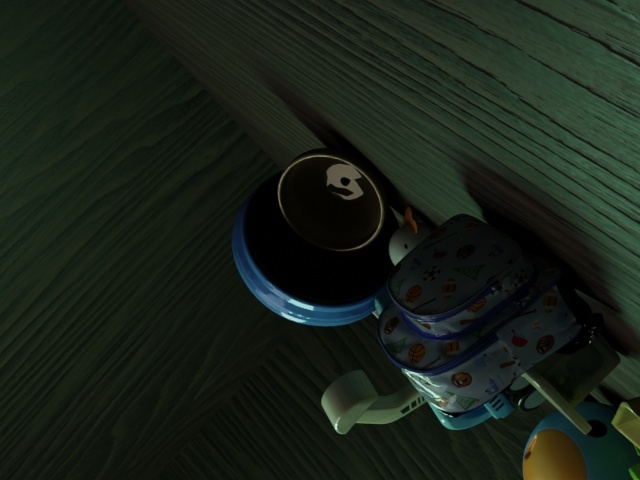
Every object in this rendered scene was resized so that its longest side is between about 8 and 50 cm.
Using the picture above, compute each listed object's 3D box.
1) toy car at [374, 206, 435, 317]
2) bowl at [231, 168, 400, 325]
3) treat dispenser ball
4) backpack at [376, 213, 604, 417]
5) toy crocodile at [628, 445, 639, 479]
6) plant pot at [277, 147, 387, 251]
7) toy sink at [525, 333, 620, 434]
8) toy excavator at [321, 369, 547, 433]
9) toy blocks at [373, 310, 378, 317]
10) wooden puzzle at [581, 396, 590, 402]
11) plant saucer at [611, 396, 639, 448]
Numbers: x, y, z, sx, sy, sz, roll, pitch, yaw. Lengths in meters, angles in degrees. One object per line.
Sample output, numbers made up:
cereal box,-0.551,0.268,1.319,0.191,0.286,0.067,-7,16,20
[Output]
toy car,0.212,0.048,1.771,0.210,0.219,0.238,-148,39,-79
bowl,0.000,0.000,1.917,0.391,0.391,0.077,43,148,11
treat dispenser ball,0.575,0.489,1.820,0.288,0.288,0.288,43,178,2
backpack,0.215,0.109,1.243,0.213,0.263,0.276,44,179,-23
toy crocodile,0.666,0.474,1.546,0.340,0.115,0.105,58,-177,29
plant pot,0.038,-0.103,1.815,0.237,0.237,0.109,43,-140,-9
toy sink,0.375,0.172,1.384,0.153,0.131,0.234,44,-177,-25
toy excavator,0.270,0.337,1.980,0.222,0.445,0.433,55,-174,39
toy blocks,0.173,0.125,2.319,0.288,0.260,0.309,45,176,-25
wooden puzzle,0.622,0.375,2.204,0.238,0.044,0.221,47,-179,34
plant saucer,0.610,0.353,1.308,0.333,0.081,0.333,42,177,23
